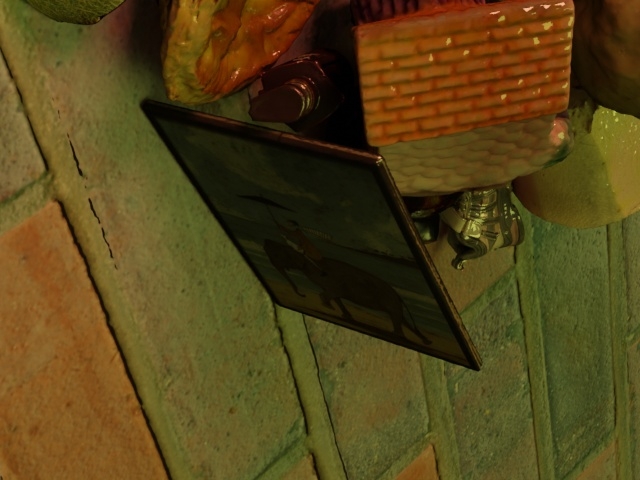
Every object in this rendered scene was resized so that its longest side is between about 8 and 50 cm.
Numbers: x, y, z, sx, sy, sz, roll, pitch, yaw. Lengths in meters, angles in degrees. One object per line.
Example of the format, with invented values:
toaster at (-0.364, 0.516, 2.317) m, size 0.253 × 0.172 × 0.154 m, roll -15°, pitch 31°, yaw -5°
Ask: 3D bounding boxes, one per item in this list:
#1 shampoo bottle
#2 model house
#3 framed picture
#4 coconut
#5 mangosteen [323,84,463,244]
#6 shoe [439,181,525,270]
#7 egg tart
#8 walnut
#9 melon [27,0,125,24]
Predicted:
shampoo bottle at (-0.014, -0.139, 1.277) m, size 0.068 × 0.067 × 0.236 m, roll -31°, pitch -174°, yaw 12°
model house at (0.127, -0.195, 1.256) m, size 0.237 × 0.202 × 0.237 m, roll 79°, pitch 6°, yaw -70°
framed picture at (0.000, 0.000, 1.319) m, size 0.016 × 0.265 × 0.347 m, roll -58°, pitch 145°, yaw -22°
coconut at (0.308, -0.136, 1.599) m, size 0.233 × 0.233 × 0.245 m, roll -48°, pitch 140°, yaw -15°
mangosteen at (0.085, -0.085, 1.442) m, size 0.172 × 0.172 × 0.184 m, roll -34°, pitch 136°, yaw -29°
shoe at (0.173, -0.043, 1.633) m, size 0.092 × 0.089 × 0.180 m, roll -35°, pitch 135°, yaw -11°
egg tart at (-0.072, -0.229, 1.193) m, size 0.241 × 0.106 × 0.241 m, roll -48°, pitch 163°, yaw -20°
walnut at (0.362, -0.265, 1.356) m, size 0.253 × 0.282 × 0.277 m, roll -8°, pitch 168°, yaw -7°
melon at (-0.189, -0.248, 1.090) m, size 0.128 × 0.079 × 0.160 m, roll 14°, pitch 103°, yaw -53°
